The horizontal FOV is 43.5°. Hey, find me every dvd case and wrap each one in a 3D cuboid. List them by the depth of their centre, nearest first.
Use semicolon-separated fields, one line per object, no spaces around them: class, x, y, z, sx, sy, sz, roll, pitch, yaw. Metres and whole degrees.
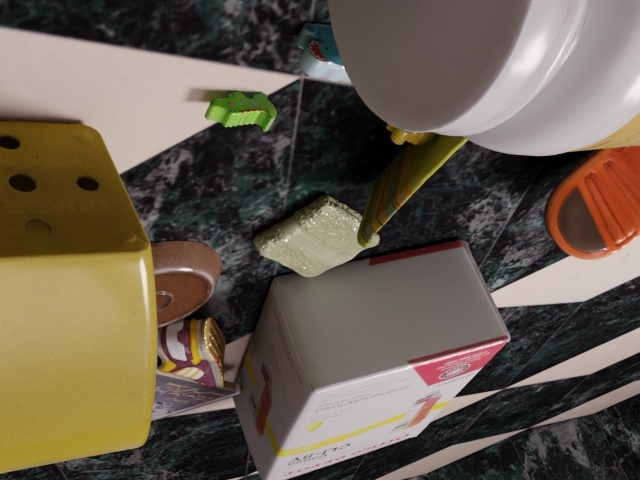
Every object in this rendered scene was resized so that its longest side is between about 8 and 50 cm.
dvd case;-0.230;0.213;1.103;0.164;0.018;0.221;-20;157;19

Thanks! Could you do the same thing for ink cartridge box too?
ink cartridge box;0.050;0.184;1.134;0.279;0.160;0.385;-12;152;-21

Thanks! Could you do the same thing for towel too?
towel;0.112;-0.090;0.744;0.021;0.102;0.237;32;132;-13
towel;0.000;0.000;0.899;0.110;0.027;0.148;-31;153;15

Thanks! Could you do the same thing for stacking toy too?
stacking toy;0.038;-0.142;0.631;0.221;0.052;0.167;-5;149;-31

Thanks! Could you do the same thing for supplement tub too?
supplement tub;0.185;-0.170;0.490;0.316;0.228;0.228;-8;151;-28

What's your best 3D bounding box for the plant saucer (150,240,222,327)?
plant saucer;-0.183;0.057;0.864;0.168;0.029;0.168;-18;155;-9

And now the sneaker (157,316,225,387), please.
sneaker;-0.166;0.139;1.004;0.083;0.070;0.185;-2;154;0

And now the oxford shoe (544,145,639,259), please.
oxford shoe;0.408;-0.123;0.926;0.363;0.130;0.133;-35;-175;10

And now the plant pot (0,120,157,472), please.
plant pot;-0.233;0.027;0.590;0.212;0.212;0.187;-2;134;-35
